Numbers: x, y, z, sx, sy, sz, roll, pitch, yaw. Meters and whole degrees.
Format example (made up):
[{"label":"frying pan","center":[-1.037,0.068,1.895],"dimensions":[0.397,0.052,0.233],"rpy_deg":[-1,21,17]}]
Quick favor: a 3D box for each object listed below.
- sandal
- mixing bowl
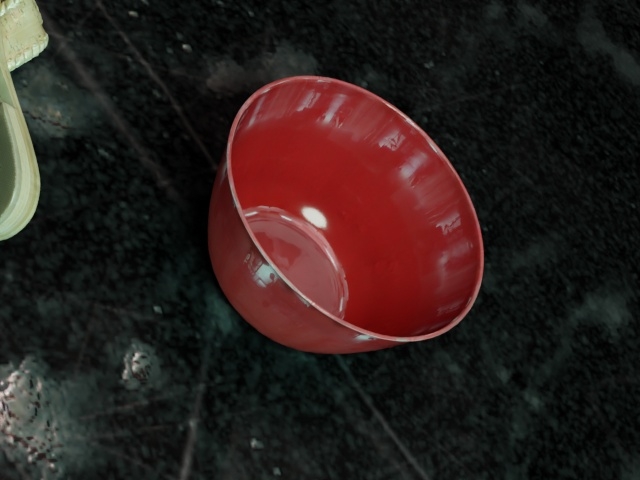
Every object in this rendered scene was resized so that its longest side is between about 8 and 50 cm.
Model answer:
[{"label":"sandal","center":[-0.197,-0.107,0.837],"dimensions":[0.079,0.088,0.240],"rpy_deg":[27,46,-64]},{"label":"mixing bowl","center":[0.000,0.000,0.876],"dimensions":[0.181,0.098,0.181],"rpy_deg":[19,52,-26]}]
